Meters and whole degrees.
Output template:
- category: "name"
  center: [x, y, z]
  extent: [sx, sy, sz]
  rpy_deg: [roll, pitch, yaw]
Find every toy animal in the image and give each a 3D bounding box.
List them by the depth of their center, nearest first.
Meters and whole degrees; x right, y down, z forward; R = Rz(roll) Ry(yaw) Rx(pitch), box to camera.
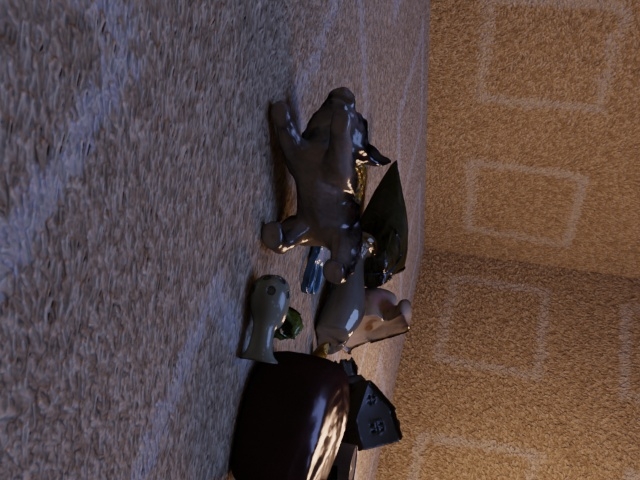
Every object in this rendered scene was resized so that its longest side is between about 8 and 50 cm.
- category: "toy animal"
  center: [0.019, -0.122, 1.439]
  extent: [0.302, 0.194, 0.344]
  rpy_deg: [-34, 134, -66]

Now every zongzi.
- category: "zongzi"
  center: [0.181, -0.053, 2.218]
  extent: [0.323, 0.160, 0.361]
  rpy_deg: [-33, 131, -74]

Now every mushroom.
- category: "mushroom"
  center: [0.065, 0.130, 1.994]
  extent: [0.159, 0.122, 0.329]
  rpy_deg: [-33, -143, 57]
- category: "mushroom"
  center: [0.128, 0.189, 2.143]
  extent: [0.162, 0.236, 0.173]
  rpy_deg: [37, 39, -43]

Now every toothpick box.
- category: "toothpick box"
  center: [-0.015, 0.495, 1.678]
  extent: [0.111, 0.180, 0.111]
  rpy_deg: [7, 90, -79]

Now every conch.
- category: "conch"
  center: [-0.074, 0.152, 1.430]
  extent: [0.121, 0.074, 0.089]
  rpy_deg: [62, -3, -35]

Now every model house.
- category: "model house"
  center: [0.066, 0.443, 2.031]
  extent: [0.211, 0.204, 0.243]
  rpy_deg: [-26, -108, 54]

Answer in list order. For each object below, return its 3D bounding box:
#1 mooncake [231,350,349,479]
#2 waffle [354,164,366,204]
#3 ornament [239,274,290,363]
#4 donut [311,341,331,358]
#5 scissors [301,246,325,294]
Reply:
- category: "mooncake"
  center: [-0.048, 0.373, 1.485]
  extent: [0.334, 0.174, 0.326]
  rpy_deg: [-69, 164, -48]
- category: "waffle"
  center: [0.085, -0.148, 1.996]
  extent: [0.194, 0.051, 0.149]
  rpy_deg: [-21, 117, -76]
- category: "ornament"
  center: [-0.095, 0.138, 1.340]
  extent: [0.081, 0.074, 0.156]
  rpy_deg: [21, 75, -58]
- category: "donut"
  center: [0.004, 0.302, 1.905]
  extent: [0.083, 0.067, 0.038]
  rpy_deg: [-51, 158, 20]
- category: "scissors"
  center: [0.000, 0.000, 1.759]
  extent: [0.125, 0.030, 0.256]
  rpy_deg: [22, 79, -76]
